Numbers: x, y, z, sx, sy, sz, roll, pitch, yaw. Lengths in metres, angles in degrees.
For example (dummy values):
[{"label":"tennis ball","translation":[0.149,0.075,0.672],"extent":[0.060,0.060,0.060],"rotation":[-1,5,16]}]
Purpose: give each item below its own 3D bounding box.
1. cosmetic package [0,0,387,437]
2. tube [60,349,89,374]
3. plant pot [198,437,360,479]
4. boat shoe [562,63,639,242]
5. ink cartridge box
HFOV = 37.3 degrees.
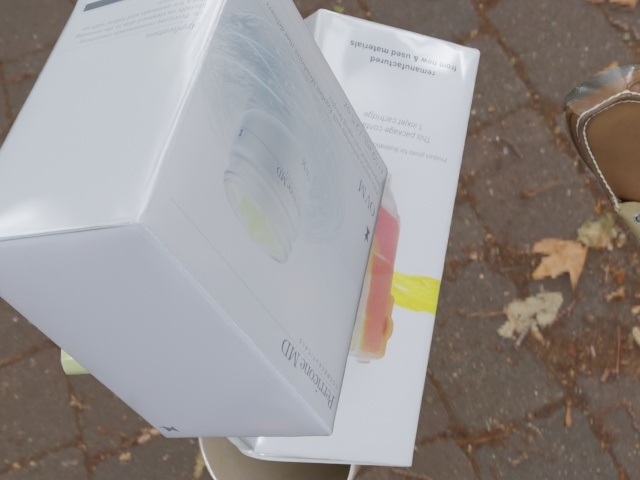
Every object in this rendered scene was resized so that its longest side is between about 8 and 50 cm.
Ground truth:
[{"label":"cosmetic package","translation":[-0.072,-0.024,0.601],"extent":[0.138,0.224,0.225],"rotation":[-5,52,28]},{"label":"tube","translation":[-0.247,0.155,1.364],"extent":[0.240,0.062,0.070],"rotation":[-2,75,1]},{"label":"plant pot","translation":[-0.015,0.270,1.492],"extent":[0.256,0.274,0.257],"rotation":[4,100,23]},{"label":"boat shoe","translation":[0.339,-0.034,0.871],"extent":[0.122,0.324,0.120],"rotation":[-31,42,29]},{"label":"ink cartridge box","translation":[0.000,0.000,0.939],"extent":[0.160,0.279,0.385],"rotation":[10,90,-19]}]
